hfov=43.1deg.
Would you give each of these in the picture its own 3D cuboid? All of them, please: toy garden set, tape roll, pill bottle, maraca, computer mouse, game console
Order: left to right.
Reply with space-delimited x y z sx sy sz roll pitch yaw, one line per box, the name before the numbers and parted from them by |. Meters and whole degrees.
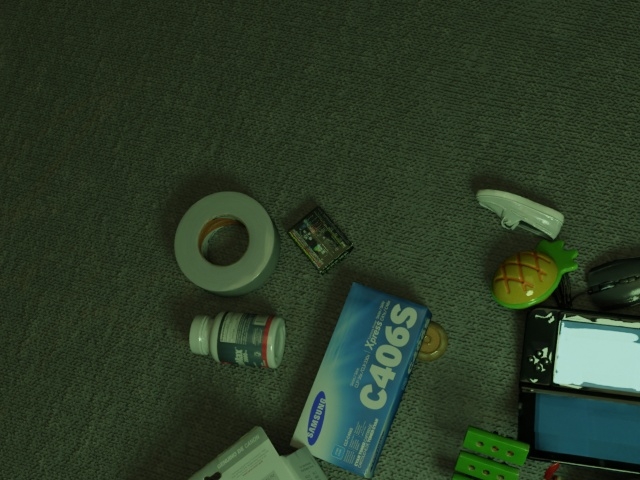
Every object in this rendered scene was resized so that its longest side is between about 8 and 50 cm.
tape roll | -0.198 0.009 1.735 0.219 0.072 0.219 -2 74 9
pill bottle | -0.170 0.201 1.659 0.180 0.108 0.108 4 76 11
toy garden set | 0.343 0.437 1.466 0.204 0.244 0.049 16 39 11
maraca | 0.420 0.065 1.597 0.186 0.099 0.127 -36 43 -5
game console | 0.517 0.269 1.480 0.293 0.173 0.250 5 99 10
computer mouse | 0.587 0.120 1.576 0.262 0.060 0.184 -8 73 8

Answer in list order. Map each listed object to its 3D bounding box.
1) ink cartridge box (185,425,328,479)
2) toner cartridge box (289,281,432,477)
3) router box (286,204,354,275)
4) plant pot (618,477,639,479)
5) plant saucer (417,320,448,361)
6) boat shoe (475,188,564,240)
ink cartridge box | -0.127 0.531 1.512 0.309 0.130 0.272 -39 73 13
toner cartridge box | 0.083 0.273 1.604 0.165 0.075 0.348 18 79 20
router box | 0.000 0.000 1.720 0.092 0.038 0.122 -39 72 -3
plant pot | 0.562 0.528 1.430 0.237 0.110 0.237 0 91 10
plant saucer | 0.216 0.202 1.640 0.083 0.015 0.083 -3 75 9
boat shoe | 0.401 -0.051 1.658 0.184 0.066 0.063 22 78 5
